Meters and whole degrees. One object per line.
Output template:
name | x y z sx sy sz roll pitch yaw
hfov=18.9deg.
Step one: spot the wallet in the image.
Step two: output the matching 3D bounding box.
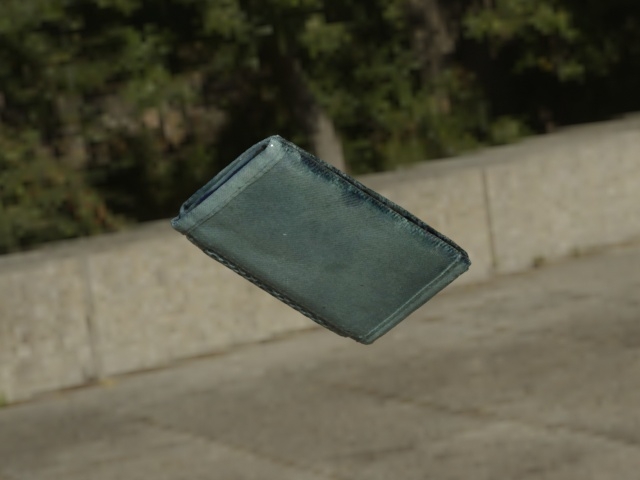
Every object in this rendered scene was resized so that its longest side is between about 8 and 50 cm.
wallet | 0.000 0.000 0.959 0.088 0.129 0.026 -40 30 36
